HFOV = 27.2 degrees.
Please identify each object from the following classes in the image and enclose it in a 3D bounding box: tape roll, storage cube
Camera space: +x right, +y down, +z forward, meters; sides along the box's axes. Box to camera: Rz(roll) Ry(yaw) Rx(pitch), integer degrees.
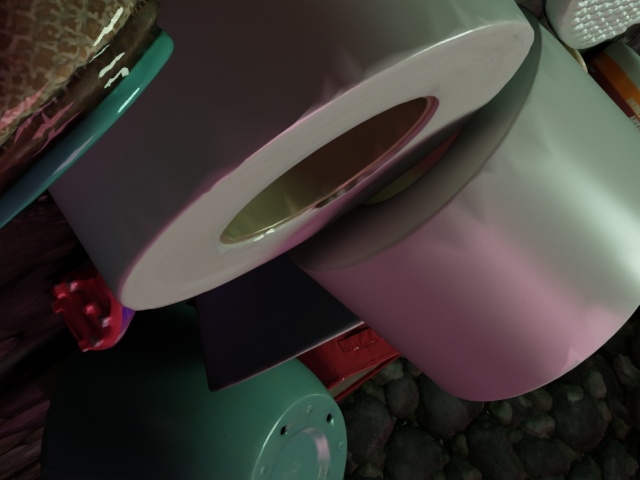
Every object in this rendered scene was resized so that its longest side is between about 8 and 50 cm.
[{"bbox_3d":[0.114,-0.028,0.969,0.246,0.169,0.246,-38,-152,24],"label":"tape roll"},{"bbox_3d":[-0.021,-0.076,0.766,0.286,0.100,0.286,-33,171,-6],"label":"tape roll"},{"bbox_3d":[-0.044,0.123,1.670,0.215,0.193,0.183,-38,168,30],"label":"storage cube"}]

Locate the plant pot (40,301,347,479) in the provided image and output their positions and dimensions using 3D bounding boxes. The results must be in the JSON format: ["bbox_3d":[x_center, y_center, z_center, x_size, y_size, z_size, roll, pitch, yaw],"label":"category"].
[{"bbox_3d":[-0.115,0.228,1.436,0.235,0.293,0.293,13,-162,32],"label":"plant pot"}]

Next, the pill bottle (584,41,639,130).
[{"bbox_3d":[0.292,-0.062,1.739,0.392,0.224,0.224,-35,169,9],"label":"pill bottle"}]

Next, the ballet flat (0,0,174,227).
[{"bbox_3d":[-0.238,-0.008,0.565,0.483,0.182,0.164,-42,-167,44],"label":"ballet flat"}]

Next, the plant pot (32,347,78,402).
[{"bbox_3d":[-0.251,0.174,1.551,0.109,0.096,0.109,-34,170,7],"label":"plant pot"}]

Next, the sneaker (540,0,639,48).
[{"bbox_3d":[0.173,-0.232,0.841,0.126,0.127,0.321,-30,164,4],"label":"sneaker"}]

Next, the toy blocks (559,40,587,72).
[{"bbox_3d":[0.233,-0.165,1.558,0.148,0.054,0.123,-32,170,-4],"label":"toy blocks"}]

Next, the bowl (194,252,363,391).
[{"bbox_3d":[0.000,0.000,1.238,0.311,0.163,0.311,-27,180,0],"label":"bowl"}]

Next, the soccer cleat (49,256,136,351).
[{"bbox_3d":[-0.171,0.024,1.171,0.095,0.083,0.248,-32,168,-33],"label":"soccer cleat"}]
